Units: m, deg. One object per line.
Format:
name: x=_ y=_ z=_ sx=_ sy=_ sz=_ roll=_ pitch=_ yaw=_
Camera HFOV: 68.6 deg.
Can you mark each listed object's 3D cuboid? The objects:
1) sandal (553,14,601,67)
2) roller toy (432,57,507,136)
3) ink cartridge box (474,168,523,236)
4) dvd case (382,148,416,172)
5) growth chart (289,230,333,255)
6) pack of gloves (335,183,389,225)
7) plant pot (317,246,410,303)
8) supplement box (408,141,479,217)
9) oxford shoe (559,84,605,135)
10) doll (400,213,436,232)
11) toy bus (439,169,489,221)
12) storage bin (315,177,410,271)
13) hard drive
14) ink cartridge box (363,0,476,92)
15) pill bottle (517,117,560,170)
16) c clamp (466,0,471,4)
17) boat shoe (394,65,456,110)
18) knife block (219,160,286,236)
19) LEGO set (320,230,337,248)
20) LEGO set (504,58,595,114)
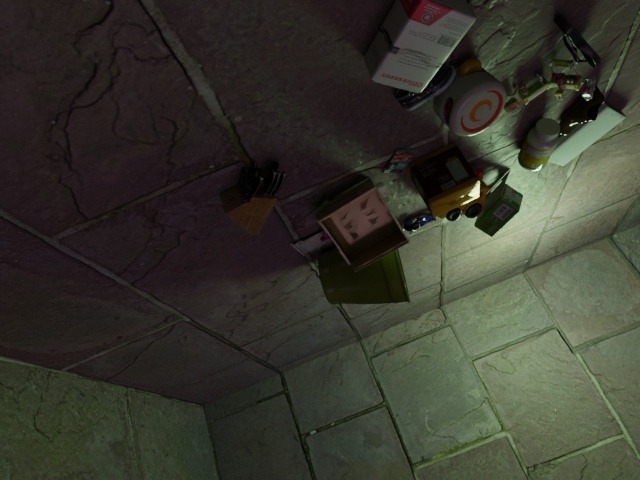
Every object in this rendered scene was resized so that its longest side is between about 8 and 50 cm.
sandal: x=0.779 y=-0.604 z=1.443 sx=0.254 sy=0.097 sz=0.054 roll=18 pitch=132 yaw=-36
roller toy: x=0.451 y=-0.435 z=1.444 sx=0.191 sy=0.146 sz=0.209 roll=-45 pitch=139 yaw=21
ink cartridge box: x=0.790 y=-0.167 z=2.051 sx=0.255 sy=0.097 sz=0.189 roll=-53 pitch=177 yaw=-42
dvd case: x=0.287 y=-0.291 z=1.720 sx=0.087 sy=0.013 sz=0.119 roll=-6 pitch=147 yaw=-26
growth chart: x=0.000 y=0.000 z=2.019 sx=0.237 sy=0.021 sz=0.172 roll=-25 pitch=152 yaw=6
pack of gloves: x=0.174 y=-0.092 z=1.847 sx=0.232 sy=0.046 sz=0.195 roll=-20 pitch=116 yaw=-2
plant pot: x=0.184 y=0.132 z=2.084 sx=0.353 sy=0.366 sz=0.366 roll=-13 pitch=153 yaw=10
supplement box: x=0.462 y=-0.226 z=1.761 sx=0.191 sy=0.194 sz=0.129 roll=-25 pitch=152 yaw=6
oxford shoe: x=1.002 y=-0.477 z=1.807 sx=0.083 sy=0.096 sz=0.227 roll=-15 pitch=153 yaw=-16
doll: x=0.441 y=-0.077 z=2.165 sx=0.189 sy=0.046 sz=0.129 roll=-21 pitch=151 yaw=-2
toy bus: x=0.588 y=-0.205 z=1.961 sx=0.220 sy=0.149 sz=0.211 roll=-10 pitch=137 yaw=-15
storage bin: x=0.154 y=-0.055 z=1.782 sx=0.260 sy=0.123 sz=0.262 roll=-31 pitch=114 yaw=13
hard drive: x=1.115 y=-0.445 z=1.998 sx=0.203 sy=0.040 sz=0.307 roll=3 pitch=144 yaw=-38
ink cartridge box: x=0.243 y=-0.511 z=1.190 sx=0.172 sy=0.100 sz=0.237 roll=4 pitch=146 yaw=-27
pill bottle: x=0.867 y=-0.380 z=1.857 sx=0.117 sy=0.117 sz=0.208 roll=-19 pitch=152 yaw=-4
c clamp: x=0.337 y=-0.631 z=1.160 sx=0.137 sy=0.022 sz=0.161 roll=-18 pitch=151 yaw=-18
boat shoe: x=0.308 y=-0.459 z=1.385 sx=0.183 sy=0.065 sz=0.083 roll=-35 pitch=151 yaw=25
knife block: x=-0.195 y=-0.144 z=1.561 sx=0.242 sy=0.088 sz=0.276 roll=-25 pitch=151 yaw=8
LEGO set: x=0.119 y=-0.043 z=1.933 sx=0.227 sy=0.087 sz=0.093 roll=-22 pitch=149 yaw=-17
LEGO set: x=0.738 y=-0.515 z=1.541 sx=0.287 sy=0.132 sz=0.107 roll=0 pitch=157 yaw=39
